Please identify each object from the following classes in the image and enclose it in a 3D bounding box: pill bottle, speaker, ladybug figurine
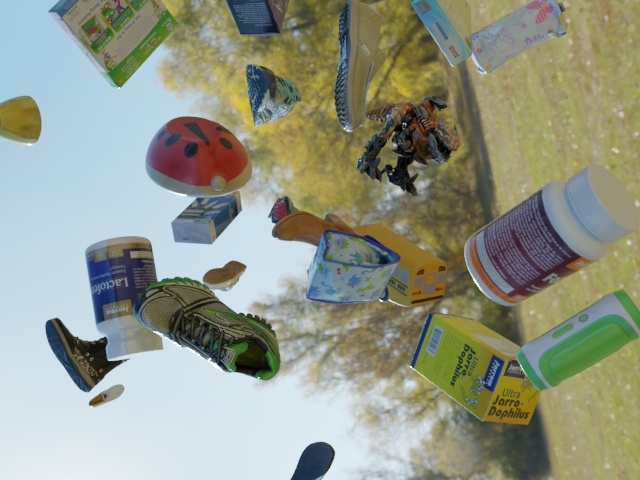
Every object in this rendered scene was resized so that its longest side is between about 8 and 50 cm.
[{"bbox_3d":[-0.442,0.133,1.651,0.153,0.153,0.264,28,-132,-74],"label":"pill bottle"},{"bbox_3d":[0.625,0.240,1.733,0.131,0.297,0.131,49,-164,-20],"label":"speaker"},{"bbox_3d":[-0.367,-0.259,2.158,0.449,0.305,0.161,39,137,52],"label":"ladybug figurine"},{"bbox_3d":[0.578,-0.011,1.827,0.224,0.392,0.224,23,-132,-28],"label":"pill bottle"}]

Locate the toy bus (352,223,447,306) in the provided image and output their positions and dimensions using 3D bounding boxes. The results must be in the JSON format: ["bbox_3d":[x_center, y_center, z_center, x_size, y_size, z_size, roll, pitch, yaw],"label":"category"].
[{"bbox_3d":[0.158,0.054,1.757,0.333,0.108,0.130,35,127,52],"label":"toy bus"}]

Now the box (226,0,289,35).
[{"bbox_3d":[-0.153,-0.606,1.689,0.207,0.108,0.153,63,-146,-60],"label":"box"}]

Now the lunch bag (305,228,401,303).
[{"bbox_3d":[0.061,0.055,1.357,0.128,0.151,0.096,112,166,-48],"label":"lunch bag"}]

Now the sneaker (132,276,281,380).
[{"bbox_3d":[-0.220,0.184,1.487,0.344,0.134,0.146,25,-169,-26],"label":"sneaker"}]

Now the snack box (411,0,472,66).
[{"bbox_3d":[0.303,-0.582,1.788,0.187,0.060,0.322,49,-149,-25],"label":"snack box"}]

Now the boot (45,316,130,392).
[{"bbox_3d":[-0.673,0.299,2.101,0.179,0.085,0.236,-35,-81,-45],"label":"boot"}]

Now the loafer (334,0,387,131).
[{"bbox_3d":[0.085,-0.352,1.458,0.102,0.092,0.268,-177,90,-77],"label":"loafer"}]

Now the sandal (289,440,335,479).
[{"bbox_3d":[-0.029,0.684,2.139,0.055,0.254,0.097,2,-142,-44],"label":"sandal"}]

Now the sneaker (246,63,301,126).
[{"bbox_3d":[-0.108,-0.355,1.707,0.283,0.122,0.110,155,101,-84],"label":"sneaker"}]

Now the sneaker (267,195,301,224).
[{"bbox_3d":[-0.097,-0.087,2.474,0.104,0.125,0.262,-63,12,3],"label":"sneaker"}]

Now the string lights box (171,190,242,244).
[{"bbox_3d":[-0.364,-0.079,2.346,0.259,0.133,0.076,-59,-32,-58],"label":"string lights box"}]

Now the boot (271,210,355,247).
[{"bbox_3d":[0.000,0.000,1.666,0.152,0.197,0.073,54,143,43],"label":"boot"}]

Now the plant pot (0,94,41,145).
[{"bbox_3d":[-0.816,-0.315,1.908,0.095,0.134,0.134,-14,-90,-50],"label":"plant pot"}]

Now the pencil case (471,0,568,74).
[{"bbox_3d":[0.546,-0.573,2.019,0.124,0.273,0.113,63,-166,-6],"label":"pencil case"}]

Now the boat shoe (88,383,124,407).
[{"bbox_3d":[-0.566,0.410,1.907,0.035,0.100,0.035,64,171,8],"label":"boat shoe"}]

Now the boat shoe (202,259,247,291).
[{"bbox_3d":[-0.373,0.158,2.803,0.277,0.098,0.096,-26,-42,-65],"label":"boat shoe"}]

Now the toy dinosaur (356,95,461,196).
[{"bbox_3d":[0.195,-0.229,1.626,0.218,0.164,0.322,-64,14,13],"label":"toy dinosaur"}]

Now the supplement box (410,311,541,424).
[{"bbox_3d":[0.469,0.376,2.165,0.356,0.194,0.195,32,106,57],"label":"supplement box"}]

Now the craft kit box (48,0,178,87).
[{"bbox_3d":[-0.514,-0.561,1.826,0.250,0.061,0.246,-54,-47,-19],"label":"craft kit box"}]
